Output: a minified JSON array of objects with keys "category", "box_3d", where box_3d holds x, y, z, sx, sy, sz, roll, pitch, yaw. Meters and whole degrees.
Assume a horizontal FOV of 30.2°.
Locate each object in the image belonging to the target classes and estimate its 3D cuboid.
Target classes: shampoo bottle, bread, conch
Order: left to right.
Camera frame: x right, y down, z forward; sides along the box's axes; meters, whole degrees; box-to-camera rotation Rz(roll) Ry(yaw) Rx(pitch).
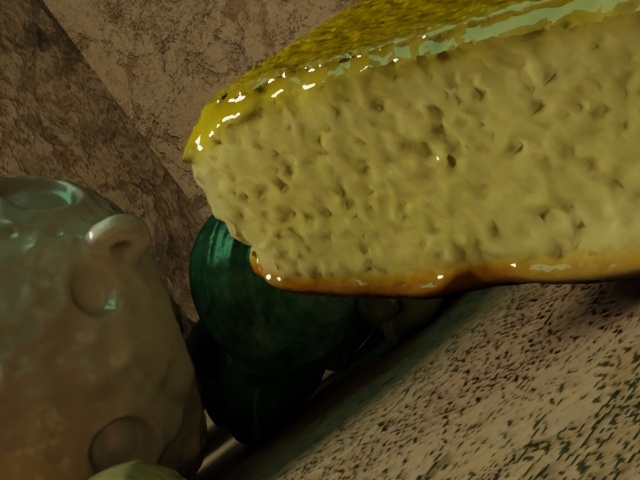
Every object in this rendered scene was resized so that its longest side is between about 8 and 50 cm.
[{"category":"conch","box_3d":[-0.038,0.059,0.976,0.134,0.196,0.202,-18,-6,-16]},{"category":"shampoo bottle","box_3d":[0.070,0.034,1.005,0.079,0.079,0.162,-36,0,22]},{"category":"bread","box_3d":[0.142,-0.101,0.649,0.324,0.143,0.333,-9,22,44]}]

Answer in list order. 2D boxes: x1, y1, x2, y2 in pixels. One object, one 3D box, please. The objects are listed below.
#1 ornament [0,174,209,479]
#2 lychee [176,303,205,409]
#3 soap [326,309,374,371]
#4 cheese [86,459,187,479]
[{"category":"ornament","box_3d":[-0.259,0.114,0.963,0.337,0.337,0.337,-36,0,0]},{"category":"lychee","box_3d":[-0.263,0.163,1.302,0.300,0.300,0.300,-36,0,0]},{"category":"soap","box_3d":[0.000,0.000,1.152,0.182,0.138,0.199,-40,-37,-69]},{"category":"cheese","box_3d":[-0.105,0.159,0.442,0.159,0.093,0.263,-35,0,-2]}]
